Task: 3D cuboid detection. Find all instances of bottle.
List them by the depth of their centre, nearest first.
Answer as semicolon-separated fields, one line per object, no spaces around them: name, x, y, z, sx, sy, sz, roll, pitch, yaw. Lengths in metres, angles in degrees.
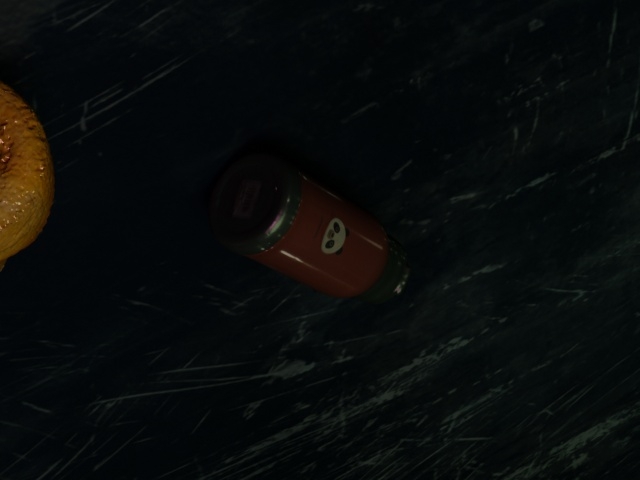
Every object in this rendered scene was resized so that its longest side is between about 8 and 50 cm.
bottle;0.000;0.000;2.144;0.144;0.144;0.336;-48;138;11

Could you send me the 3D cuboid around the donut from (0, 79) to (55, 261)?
donut;-0.418;-0.077;1.724;0.253;0.253;0.118;-22;170;-17

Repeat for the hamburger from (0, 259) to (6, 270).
hamburger;-0.460;0.002;1.844;0.182;0.118;0.191;-4;133;-29
